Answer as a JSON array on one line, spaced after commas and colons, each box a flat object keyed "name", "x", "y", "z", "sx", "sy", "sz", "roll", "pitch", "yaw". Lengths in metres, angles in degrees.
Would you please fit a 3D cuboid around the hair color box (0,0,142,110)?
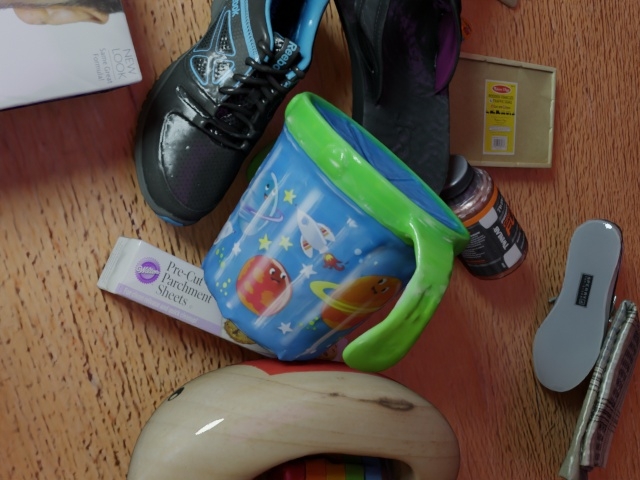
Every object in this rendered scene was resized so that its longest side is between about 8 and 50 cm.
[{"name": "hair color box", "x": -0.348, "y": -0.194, "z": 0.625, "sx": 0.339, "sy": 0.110, "sz": 0.185, "roll": -22, "pitch": 107, "yaw": -35}]

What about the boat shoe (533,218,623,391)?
[{"name": "boat shoe", "x": 0.456, "y": 0.112, "z": 1.259, "sx": 0.105, "sy": 0.113, "sz": 0.306, "roll": 1, "pitch": 100, "yaw": -56}]

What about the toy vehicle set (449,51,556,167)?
[{"name": "toy vehicle set", "x": 0.270, "y": -0.197, "z": 1.127, "sx": 0.267, "sy": 0.035, "sz": 0.166, "roll": -2, "pitch": 97, "yaw": -36}]

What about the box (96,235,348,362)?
[{"name": "box", "x": -0.104, "y": 0.090, "z": 0.865, "sx": 0.324, "sy": 0.063, "sz": 0.067, "roll": 31, "pitch": 77, "yaw": -35}]

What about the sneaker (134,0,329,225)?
[{"name": "sneaker", "x": -0.094, "y": -0.176, "z": 0.794, "sx": 0.125, "sy": 0.139, "sz": 0.341, "roll": 27, "pitch": 80, "yaw": -37}]

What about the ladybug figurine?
[{"name": "ladybug figurine", "x": -0.022, "y": 0.260, "z": 0.854, "sx": 0.449, "sy": 0.162, "sz": 0.305, "roll": 22, "pitch": 111, "yaw": -38}]

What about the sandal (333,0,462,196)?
[{"name": "sandal", "x": 0.107, "y": -0.234, "z": 0.847, "sx": 0.167, "sy": 0.107, "sz": 0.446, "roll": -16, "pitch": 116, "yaw": -16}]

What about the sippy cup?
[{"name": "sippy cup", "x": 0.000, "y": 0.000, "z": 0.774, "sx": 0.240, "sy": 0.305, "sz": 0.224, "roll": 41, "pitch": 105, "yaw": -5}]

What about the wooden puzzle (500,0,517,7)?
[{"name": "wooden puzzle", "x": 0.290, "y": -0.412, "z": 1.132, "sx": 0.116, "sy": 0.014, "sz": 0.079, "roll": 23, "pitch": 86, "yaw": -36}]

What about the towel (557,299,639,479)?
[{"name": "towel", "x": 0.506, "y": 0.287, "z": 1.275, "sx": 0.324, "sy": 0.056, "sz": 0.312, "roll": -66, "pitch": 152, "yaw": -9}]

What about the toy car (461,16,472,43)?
[{"name": "toy car", "x": 0.190, "y": -0.340, "z": 1.048, "sx": 0.060, "sy": 0.040, "sz": 0.122, "roll": -33, "pitch": 114, "yaw": -29}]

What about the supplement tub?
[{"name": "supplement tub", "x": 0.223, "y": -0.035, "z": 1.058, "sx": 0.106, "sy": 0.106, "sz": 0.198, "roll": -55, "pitch": 129, "yaw": -18}]
